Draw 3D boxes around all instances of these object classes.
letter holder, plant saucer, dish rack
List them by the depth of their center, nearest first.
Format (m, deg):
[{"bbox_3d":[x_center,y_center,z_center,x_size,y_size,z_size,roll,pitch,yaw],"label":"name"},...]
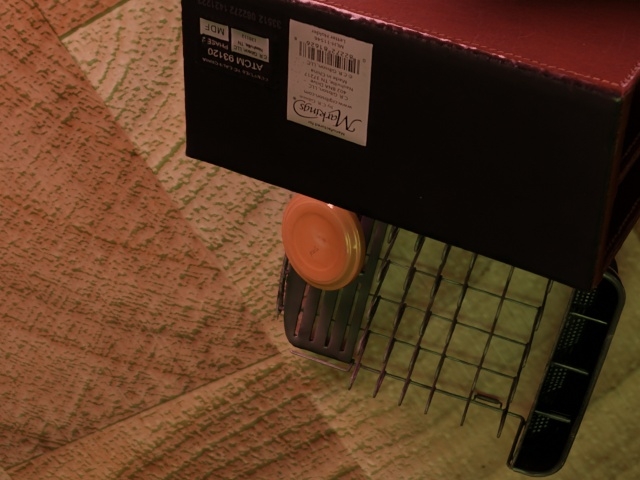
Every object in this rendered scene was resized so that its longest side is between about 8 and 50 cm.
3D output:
[{"bbox_3d":[0.089,-0.126,1.063,0.301,0.214,0.152,20,132,22],"label":"letter holder"},{"bbox_3d":[0.000,0.000,1.264,0.083,0.013,0.084,16,114,38],"label":"plant saucer"},{"bbox_3d":[0.096,0.060,1.286,0.271,0.074,0.208,18,121,6],"label":"dish rack"}]
